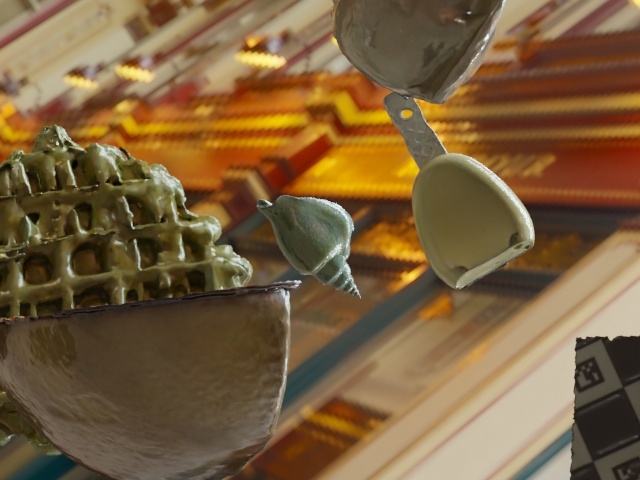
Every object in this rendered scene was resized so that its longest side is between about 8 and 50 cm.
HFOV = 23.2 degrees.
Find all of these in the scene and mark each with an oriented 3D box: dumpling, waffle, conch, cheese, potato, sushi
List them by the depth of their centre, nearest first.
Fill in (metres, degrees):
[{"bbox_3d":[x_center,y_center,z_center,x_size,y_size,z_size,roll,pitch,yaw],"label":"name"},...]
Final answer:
[{"bbox_3d":[-0.098,0.080,0.759,0.261,0.120,0.100,168,-86,-70],"label":"potato"},{"bbox_3d":[-0.232,0.050,1.476,0.297,0.317,0.073,38,-19,-1],"label":"waffle"},{"bbox_3d":[0.388,0.227,1.507,0.294,0.292,0.059,-1,-22,24],"label":"sushi"},{"bbox_3d":[0.101,-0.278,1.701,0.243,0.175,0.227,35,-65,16],"label":"dumpling"},{"bbox_3d":[0.143,-0.072,1.813,0.251,0.127,0.054,61,3,18],"label":"cheese"},{"bbox_3d":[-0.002,0.005,1.859,0.180,0.088,0.065,48,25,-23],"label":"conch"}]
